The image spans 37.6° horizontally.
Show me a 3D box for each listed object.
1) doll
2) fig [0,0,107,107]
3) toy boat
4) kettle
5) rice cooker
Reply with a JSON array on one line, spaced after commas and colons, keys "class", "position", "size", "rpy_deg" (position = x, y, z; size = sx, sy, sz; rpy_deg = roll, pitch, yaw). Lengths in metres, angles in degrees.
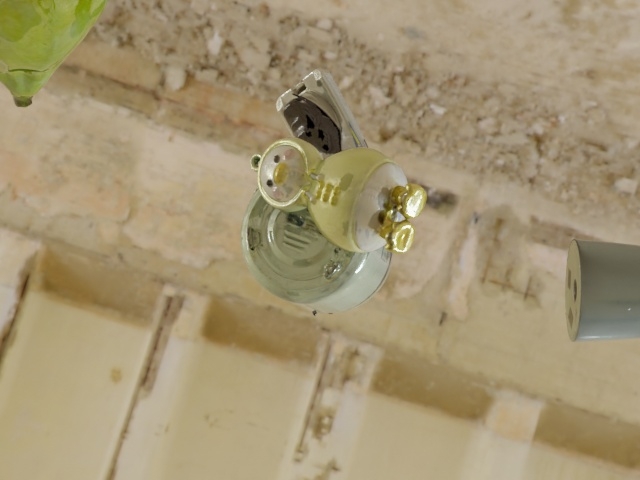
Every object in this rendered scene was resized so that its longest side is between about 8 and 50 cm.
[{"class": "doll", "position": [0.010, -0.069, 1.282], "size": [0.296, 0.141, 0.117], "rpy_deg": [19, -167, 30]}, {"class": "fig", "position": [-0.321, -0.298, 1.040], "size": [0.233, 0.233, 0.314], "rpy_deg": [14, 153, 28]}, {"class": "toy boat", "position": [0.008, -0.171, 1.704], "size": [0.141, 0.269, 0.141], "rpy_deg": [-17, 164, -5]}, {"class": "kettle", "position": [0.512, 0.070, 1.474], "size": [0.243, 0.159, 0.210], "rpy_deg": [1, -158, 5]}, {"class": "rice cooker", "position": [0.000, 0.000, 1.472], "size": [0.226, 0.226, 0.244], "rpy_deg": [15, 173, 20]}]
